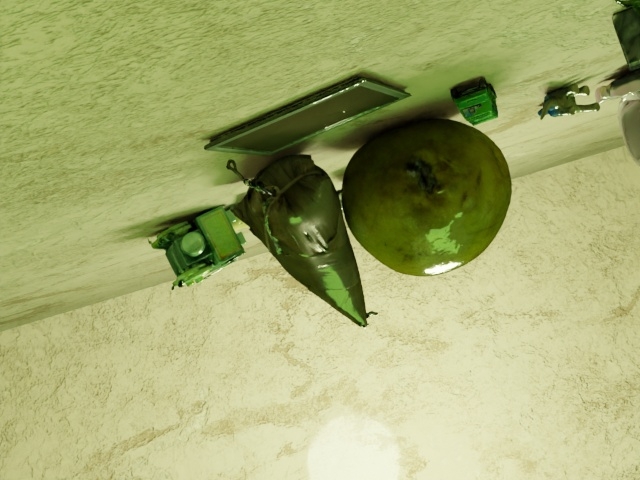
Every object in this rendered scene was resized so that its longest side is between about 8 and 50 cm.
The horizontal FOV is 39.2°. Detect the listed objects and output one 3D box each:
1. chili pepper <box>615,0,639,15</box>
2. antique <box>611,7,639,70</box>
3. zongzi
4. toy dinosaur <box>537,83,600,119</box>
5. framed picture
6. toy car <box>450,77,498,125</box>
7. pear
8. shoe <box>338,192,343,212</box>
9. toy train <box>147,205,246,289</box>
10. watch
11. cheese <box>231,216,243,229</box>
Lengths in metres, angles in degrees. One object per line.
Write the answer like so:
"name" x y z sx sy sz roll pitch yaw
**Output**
"chili pepper" 0.551 -0.369 1.333 0.278 0.065 0.122 -19 167 -4
"antique" 0.577 -0.353 1.458 0.183 0.088 0.086 -19 176 20
"zongzi" 0.000 0.000 1.725 0.181 0.418 0.447 -37 -179 -7
"toy dinosaur" 0.514 -0.298 2.042 0.247 0.075 0.188 -21 -174 -41
"framed picture" -0.017 -0.200 1.468 0.293 0.018 0.231 -19 175 22
"toy car" 0.292 -0.256 1.682 0.071 0.063 0.165 -18 175 17
"pear" 0.218 -0.088 1.863 0.351 0.352 0.413 -18 -176 6
"shoe" 0.107 -0.089 2.609 0.227 0.126 0.099 -16 178 -34
"toy train" -0.300 0.019 2.211 0.188 0.159 0.271 -26 178 -18
"watch" 0.758 -0.282 2.073 0.196 0.231 0.244 -14 -179 0
"cheese" -0.175 -0.072 2.199 0.127 0.050 0.255 -17 174 -6
